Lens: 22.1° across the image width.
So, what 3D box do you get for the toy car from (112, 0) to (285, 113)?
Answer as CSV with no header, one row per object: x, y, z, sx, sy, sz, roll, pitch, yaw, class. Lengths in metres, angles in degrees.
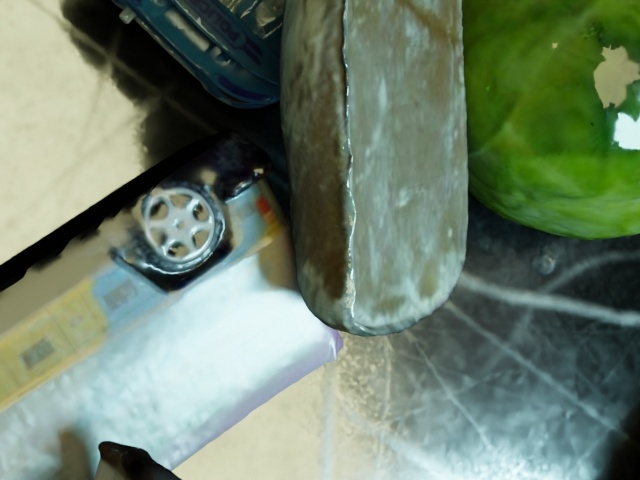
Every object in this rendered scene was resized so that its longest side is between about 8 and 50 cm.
-0.009,-0.239,1.109,0.198,0.166,0.314,45,74,-14,toy car

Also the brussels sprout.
0.203,-0.116,1.142,0.271,0.210,0.219,-22,73,-18,brussels sprout

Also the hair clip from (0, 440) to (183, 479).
-0.151,0.279,0.973,0.101,0.085,0.330,-19,125,-44,hair clip

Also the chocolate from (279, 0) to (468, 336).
0.022,-0.073,1.012,0.157,0.080,0.254,-19,109,-57,chocolate

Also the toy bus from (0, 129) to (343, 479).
-0.175,0.099,1.023,0.386,0.171,0.162,-34,100,-17,toy bus
